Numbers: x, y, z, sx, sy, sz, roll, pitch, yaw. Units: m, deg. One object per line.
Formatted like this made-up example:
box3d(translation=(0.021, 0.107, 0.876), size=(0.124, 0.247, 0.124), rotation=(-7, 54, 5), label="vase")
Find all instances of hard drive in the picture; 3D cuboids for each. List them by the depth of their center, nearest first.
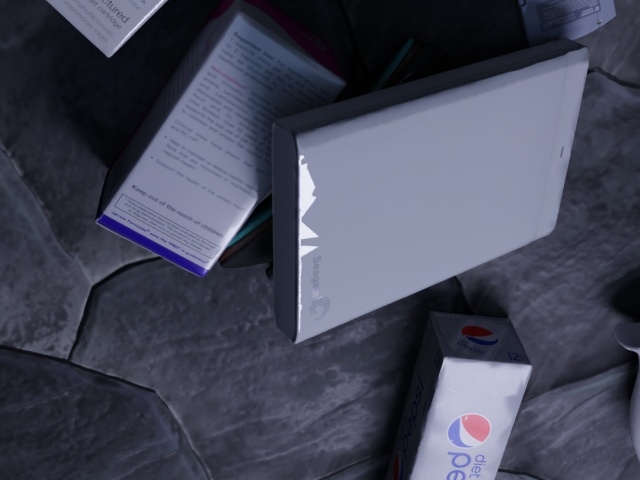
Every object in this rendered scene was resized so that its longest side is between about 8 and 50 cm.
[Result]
box3d(translation=(0.099, -0.048, 0.784), size=(0.308, 0.040, 0.203), rotation=(-21, 130, -28), label="hard drive")

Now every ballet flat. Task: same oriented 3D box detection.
box3d(translation=(0.026, -0.055, 0.811), size=(0.096, 0.095, 0.280), rotation=(42, 101, -8), label="ballet flat")

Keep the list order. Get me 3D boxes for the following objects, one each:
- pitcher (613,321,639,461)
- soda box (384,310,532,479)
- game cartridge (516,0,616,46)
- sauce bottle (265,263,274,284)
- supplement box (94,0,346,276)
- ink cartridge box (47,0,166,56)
box3d(translation=(0.424, 0.168, 0.992), size=(0.178, 0.125, 0.207), rotation=(-21, 108, -12), label="pitcher")
box3d(translation=(0.142, 0.222, 0.996), size=(0.098, 0.091, 0.286), rotation=(6, 117, -8), label="soda box")
box3d(translation=(0.223, -0.209, 0.813), size=(0.083, 0.017, 0.056), rotation=(-19, 115, 4), label="game cartridge")
box3d(translation=(0.000, 0.000, 0.888), size=(0.128, 0.042, 0.042), rotation=(-37, 116, 13), label="sauce bottle")
box3d(translation=(-0.090, -0.097, 0.785), size=(0.114, 0.111, 0.220), rotation=(29, 112, -20), label="supplement box")
box3d(translation=(-0.145, -0.275, 0.693), size=(0.212, 0.093, 0.154), rotation=(-40, 115, 13), label="ink cartridge box")
